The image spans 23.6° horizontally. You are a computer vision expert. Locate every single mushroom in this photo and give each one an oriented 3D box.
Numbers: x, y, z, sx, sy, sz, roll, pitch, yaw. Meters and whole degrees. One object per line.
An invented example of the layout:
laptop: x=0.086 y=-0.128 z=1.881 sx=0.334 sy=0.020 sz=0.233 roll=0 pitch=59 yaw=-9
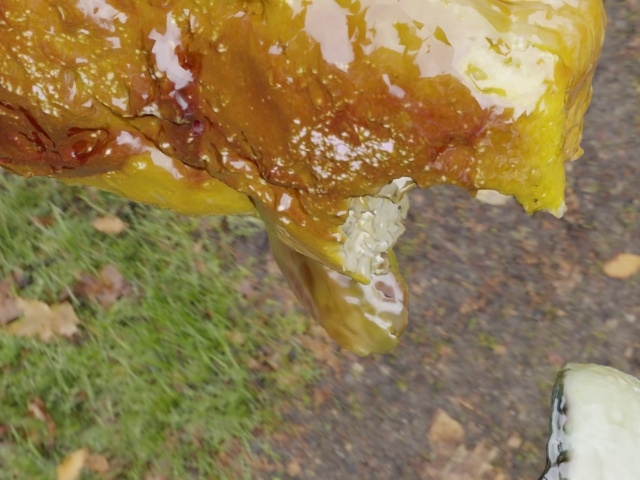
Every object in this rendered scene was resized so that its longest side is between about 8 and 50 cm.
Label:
mushroom: x=0.235 y=0.263 z=1.247 sx=0.130 sy=0.247 sz=0.344 roll=12 pitch=119 yaw=16

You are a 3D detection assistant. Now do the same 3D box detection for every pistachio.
pistachio: x=0.000 y=0.000 z=0.922 sx=0.049 sy=0.173 sz=0.090 roll=5 pitch=121 yaw=-34

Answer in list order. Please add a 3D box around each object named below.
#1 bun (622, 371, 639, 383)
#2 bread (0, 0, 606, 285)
bun: x=0.323 y=0.223 z=1.743 sx=0.138 sy=0.094 sz=0.138 roll=8 pitch=54 yaw=-11
bread: x=-0.060 y=-0.080 z=0.712 sx=0.380 sy=0.109 sz=0.185 roll=19 pitch=130 yaw=20
